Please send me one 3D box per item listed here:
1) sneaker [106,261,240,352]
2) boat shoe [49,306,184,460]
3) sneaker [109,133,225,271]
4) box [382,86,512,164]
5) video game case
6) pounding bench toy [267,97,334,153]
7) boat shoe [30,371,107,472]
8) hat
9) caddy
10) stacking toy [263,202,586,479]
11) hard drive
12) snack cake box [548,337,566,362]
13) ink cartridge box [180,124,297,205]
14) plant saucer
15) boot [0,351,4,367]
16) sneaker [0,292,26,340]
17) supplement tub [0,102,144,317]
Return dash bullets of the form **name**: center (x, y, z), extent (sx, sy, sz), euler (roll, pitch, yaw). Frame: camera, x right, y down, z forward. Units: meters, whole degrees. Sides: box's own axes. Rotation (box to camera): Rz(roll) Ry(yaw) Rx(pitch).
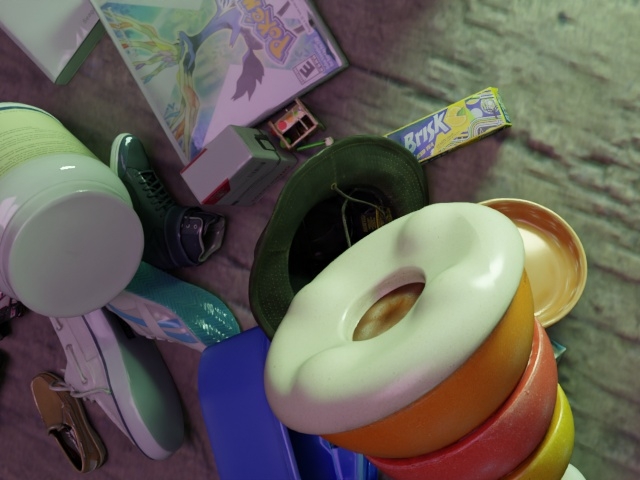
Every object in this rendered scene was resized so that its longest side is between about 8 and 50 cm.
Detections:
- **sneaker**: center (-0.227, 0.118, 1.606), extent (0.229, 0.087, 0.092), euler (32, 135, -3)
- **boat shoe**: center (-0.357, 0.201, 1.644), extent (0.156, 0.136, 0.367), euler (-34, 79, 20)
- **sneaker**: center (-0.232, -0.063, 1.594), extent (0.164, 0.086, 0.226), euler (-7, 98, 29)
- **box**: center (0.177, -0.154, 1.451), extent (0.169, 0.054, 0.059), euler (-23, 85, 22)
- **video game case**: center (-0.163, -0.324, 1.557), extent (0.300, 0.036, 0.329), euler (-31, 89, 18)
- **pounding bench toy**: center (-0.028, -0.155, 1.525), extent (0.065, 0.052, 0.083), euler (-40, 80, 7)
- **boat shoe**: center (-0.427, 0.300, 1.711), extent (0.068, 0.072, 0.190), euler (-43, 78, 19)
- **hat**: center (0.000, 0.000, 1.423), extent (0.134, 0.331, 0.331), euler (20, 102, 44)
- **caddy**: center (-0.025, 0.252, 1.463), extent (0.179, 0.241, 0.341), euler (-17, 88, 28)
- **stacking toy**: center (0.193, 0.225, 1.263), extent (0.351, 0.350, 0.480), euler (-31, 113, 21)
- **hard drive**: center (-0.468, -0.432, 1.689), extent (0.307, 0.040, 0.203), euler (45, 108, 13)
- **snack cake box**: center (0.206, 0.224, 1.450), extent (0.152, 0.089, 0.264), euler (33, 105, 18)
- **ink cartridge box**: center (-0.117, -0.108, 1.518), extent (0.109, 0.150, 0.063), euler (-42, 75, 19)
- **plant saucer**: center (0.257, 0.037, 1.399), extent (0.200, 0.037, 0.199), euler (-1, 63, 2)
- **boot**: center (-0.665, 0.237, 1.799), extent (0.247, 0.083, 0.161), euler (22, 107, 20)
- **sneaker**: center (-0.524, 0.092, 1.745), extent (0.077, 0.072, 0.178), euler (34, 113, 3)
- **supplement tub**: center (-0.421, -0.048, 1.536), extent (0.325, 0.235, 0.235), euler (38, 109, 46)
